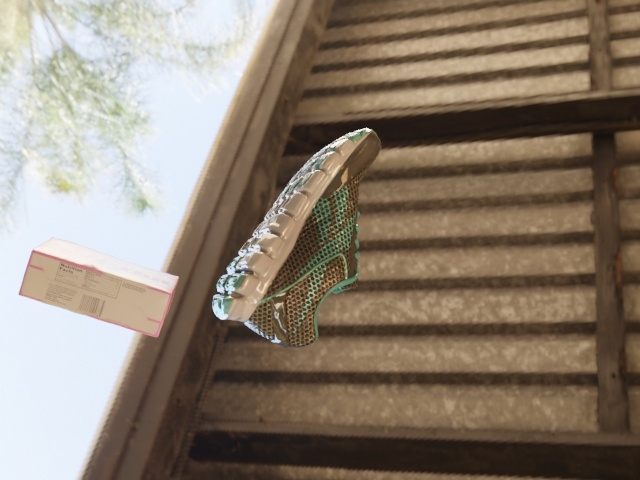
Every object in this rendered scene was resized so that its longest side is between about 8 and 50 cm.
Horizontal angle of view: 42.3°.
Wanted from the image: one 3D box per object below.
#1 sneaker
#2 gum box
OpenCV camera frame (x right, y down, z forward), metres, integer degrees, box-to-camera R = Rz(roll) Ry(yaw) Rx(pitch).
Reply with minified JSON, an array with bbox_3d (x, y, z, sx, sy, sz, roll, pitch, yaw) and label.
[{"bbox_3d":[0.000,0.000,0.551,0.166,0.076,0.065,-56,-165,-19],"label":"sneaker"},{"bbox_3d":[-0.284,0.056,1.062,0.188,0.062,0.107,19,-173,-8],"label":"gum box"}]
